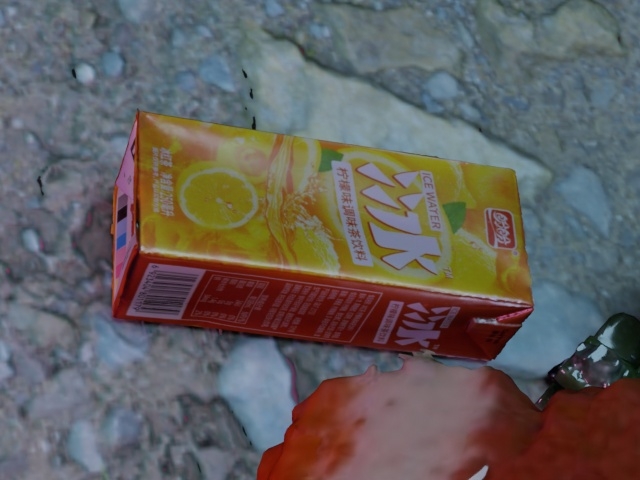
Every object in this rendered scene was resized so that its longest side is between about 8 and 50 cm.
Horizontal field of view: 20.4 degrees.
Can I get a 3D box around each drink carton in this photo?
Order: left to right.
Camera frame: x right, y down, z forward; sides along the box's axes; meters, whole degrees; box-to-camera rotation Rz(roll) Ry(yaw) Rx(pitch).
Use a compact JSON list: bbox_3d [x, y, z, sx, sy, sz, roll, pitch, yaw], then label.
[{"bbox_3d":[0.000,0.000,0.976,0.223,0.071,0.096,8,55,-16],"label":"drink carton"}]

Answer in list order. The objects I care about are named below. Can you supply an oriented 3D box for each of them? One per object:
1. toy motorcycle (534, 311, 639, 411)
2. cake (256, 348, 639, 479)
[{"bbox_3d":[0.233,0.092,0.973,0.205,0.127,0.275,39,57,10],"label":"toy motorcycle"},{"bbox_3d":[0.116,0.233,0.698,0.320,0.269,0.270,7,49,24],"label":"cake"}]
